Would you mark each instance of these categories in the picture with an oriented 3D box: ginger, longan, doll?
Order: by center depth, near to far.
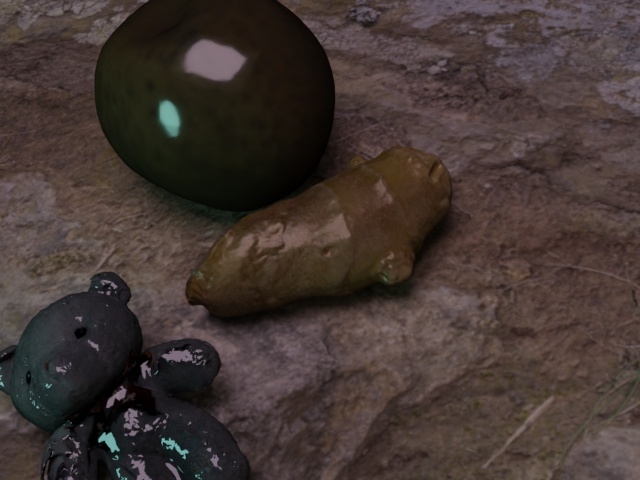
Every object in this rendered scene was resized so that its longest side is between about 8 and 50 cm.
[{"bbox_3d":[-0.228,0.184,1.305,0.246,0.158,0.340,-42,57,-3],"label":"doll"},{"bbox_3d":[0.000,0.000,1.414,0.353,0.126,0.190,-21,62,1],"label":"ginger"},{"bbox_3d":[-0.137,-0.187,1.501,0.350,0.288,0.288,13,57,35],"label":"longan"}]
